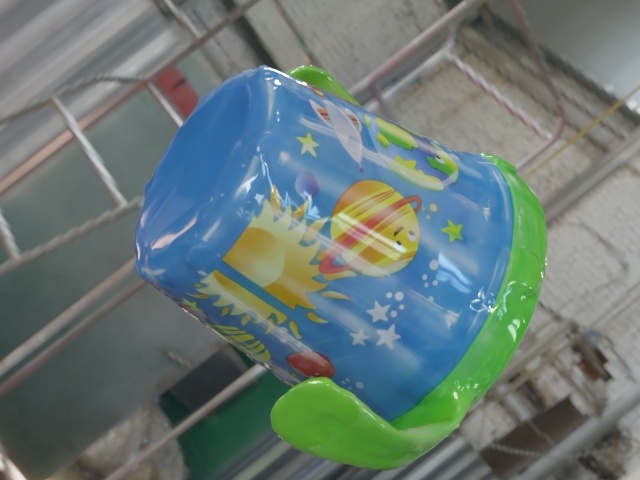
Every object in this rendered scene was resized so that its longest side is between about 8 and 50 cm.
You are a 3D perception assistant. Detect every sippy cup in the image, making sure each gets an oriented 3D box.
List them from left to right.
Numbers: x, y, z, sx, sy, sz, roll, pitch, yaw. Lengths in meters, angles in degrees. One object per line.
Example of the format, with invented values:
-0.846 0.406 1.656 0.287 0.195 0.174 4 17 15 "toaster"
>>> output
0.000 0.000 0.812 0.224 0.240 0.305 30 -1 -28 "sippy cup"
